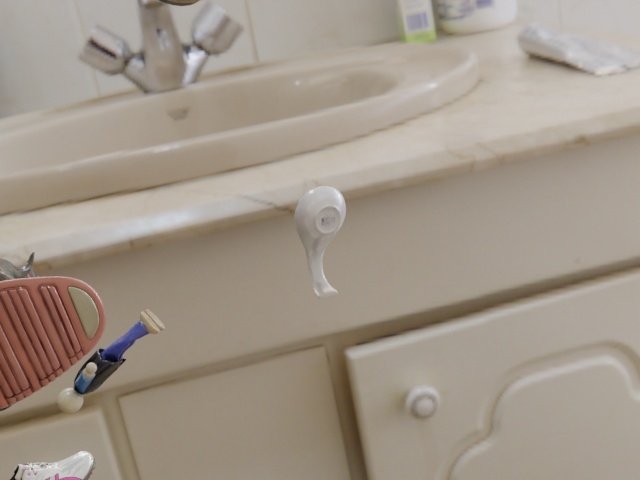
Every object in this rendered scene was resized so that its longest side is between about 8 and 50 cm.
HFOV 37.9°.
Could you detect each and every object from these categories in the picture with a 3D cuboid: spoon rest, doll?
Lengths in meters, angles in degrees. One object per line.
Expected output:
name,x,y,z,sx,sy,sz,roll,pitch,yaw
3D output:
spoon rest,0.000,0.000,2.283,0.137,0.276,0.084,-10,21,-25
doll,-0.315,0.180,1.367,0.189,0.046,0.129,-43,0,2

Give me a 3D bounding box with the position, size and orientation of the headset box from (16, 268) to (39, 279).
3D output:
headset box,-0.683,0.106,2.138,0.083,0.062,0.032,-21,-20,-21

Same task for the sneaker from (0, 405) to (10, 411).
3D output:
sneaker,-0.542,0.165,1.394,0.087,0.228,0.130,-16,12,44

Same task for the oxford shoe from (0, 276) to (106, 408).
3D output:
oxford shoe,-0.440,0.134,1.049,0.397,0.141,0.146,-19,8,-16

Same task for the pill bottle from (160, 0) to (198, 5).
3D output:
pill bottle,-0.134,-0.346,1.001,0.122,0.123,0.219,-18,0,-21

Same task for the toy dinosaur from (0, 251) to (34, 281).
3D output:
toy dinosaur,-0.577,0.090,1.623,0.121,0.160,0.314,-43,19,42

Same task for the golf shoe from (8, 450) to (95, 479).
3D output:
golf shoe,-0.459,0.396,1.528,0.186,0.086,0.067,-31,24,-25
